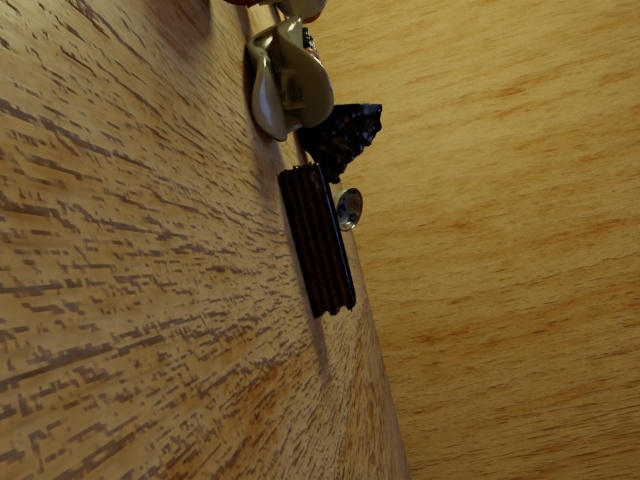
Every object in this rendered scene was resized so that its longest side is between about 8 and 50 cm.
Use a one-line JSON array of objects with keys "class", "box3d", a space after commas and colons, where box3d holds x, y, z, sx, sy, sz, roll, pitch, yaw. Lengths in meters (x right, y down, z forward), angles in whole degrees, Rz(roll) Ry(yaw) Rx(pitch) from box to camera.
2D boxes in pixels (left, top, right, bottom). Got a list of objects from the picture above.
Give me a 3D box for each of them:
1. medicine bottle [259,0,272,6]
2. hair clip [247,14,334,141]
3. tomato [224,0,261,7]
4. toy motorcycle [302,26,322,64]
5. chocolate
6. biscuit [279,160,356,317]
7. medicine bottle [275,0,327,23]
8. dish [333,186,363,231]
[{"class": "medicine bottle", "box3d": [-0.087, -0.521, 0.945, 0.147, 0.147, 0.247, -89, 165, -69]}, {"class": "hair clip", "box3d": [-0.049, -0.235, 0.894, 0.282, 0.113, 0.173, -104, 179, -64]}, {"class": "tomato", "box3d": [-0.078, -0.346, 0.630, 0.167, 0.167, 0.167, -14, 90, -84]}, {"class": "toy motorcycle", "box3d": [-0.043, -0.527, 1.749, 0.212, 0.084, 0.118, 92, -13, -61]}, {"class": "chocolate", "box3d": [0.049, -0.225, 1.381, 0.224, 0.206, 0.177, -102, -172, -80]}, {"class": "biscuit", "box3d": [0.000, 0.000, 0.936, 0.106, 0.070, 0.252, -63, 139, -81]}, {"class": "medicine bottle", "box3d": [-0.061, -0.689, 1.534, 0.289, 0.156, 0.157, 52, 25, -78]}, {"class": "dish", "box3d": [0.060, -0.102, 1.800, 0.141, 0.078, 0.141, -24, 123, -45]}]
